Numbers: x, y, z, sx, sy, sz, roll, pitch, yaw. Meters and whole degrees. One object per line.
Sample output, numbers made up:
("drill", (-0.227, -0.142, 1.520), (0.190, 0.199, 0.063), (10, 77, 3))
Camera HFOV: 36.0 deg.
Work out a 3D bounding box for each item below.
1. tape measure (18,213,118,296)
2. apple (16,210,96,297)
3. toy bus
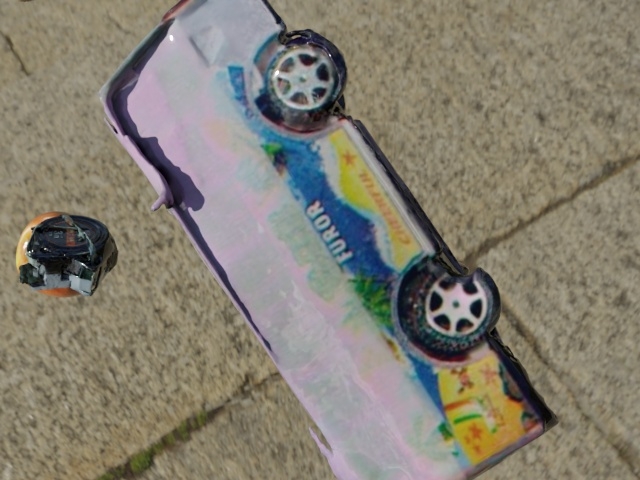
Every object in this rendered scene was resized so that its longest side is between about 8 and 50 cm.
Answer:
("tape measure", (-0.250, 0.013, 0.988), (0.091, 0.054, 0.094), (6, 30, -7))
("apple", (-0.469, 0.027, 1.796), (0.163, 0.139, 0.163), (-6, 80, 38))
("toy bus", (0.000, 0.000, 0.578), (0.138, 0.112, 0.317), (-35, 86, 0))
